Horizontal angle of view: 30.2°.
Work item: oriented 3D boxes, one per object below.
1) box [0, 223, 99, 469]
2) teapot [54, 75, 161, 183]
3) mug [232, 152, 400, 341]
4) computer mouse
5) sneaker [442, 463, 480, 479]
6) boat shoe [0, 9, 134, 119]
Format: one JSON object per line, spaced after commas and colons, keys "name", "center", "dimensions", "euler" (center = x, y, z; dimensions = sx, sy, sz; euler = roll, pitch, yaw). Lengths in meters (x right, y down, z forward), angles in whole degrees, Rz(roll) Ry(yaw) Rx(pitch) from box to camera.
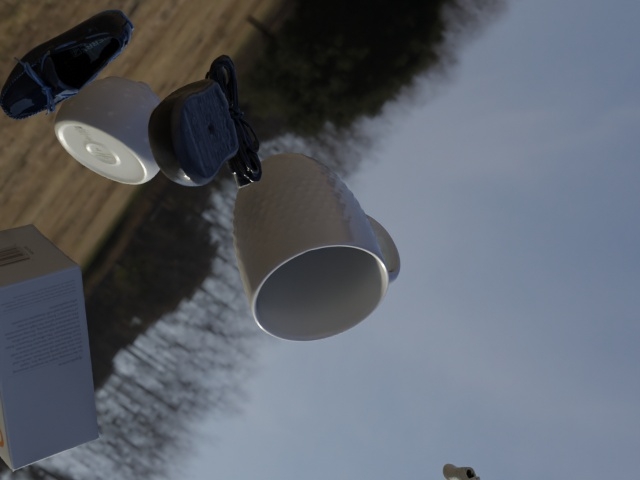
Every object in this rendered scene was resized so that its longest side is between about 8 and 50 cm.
{"name": "box", "center": [-0.514, 0.179, 2.045], "dimensions": [0.215, 0.168, 0.345], "euler": [32, -50, 48]}
{"name": "teapot", "center": [-0.410, -0.249, 2.434], "dimensions": [0.187, 0.256, 0.252], "euler": [-65, -175, -24]}
{"name": "mug", "center": [0.000, 0.000, 2.400], "dimensions": [0.276, 0.374, 0.328], "euler": [-56, -143, 32]}
{"name": "computer mouse", "center": [-0.166, -0.139, 1.589], "dimensions": [0.072, 0.188, 0.272], "euler": [-11, -169, 18]}
{"name": "sneaker", "center": [0.349, 0.572, 2.885], "dimensions": [0.152, 0.054, 0.061], "euler": [31, -58, 59]}
{"name": "boat shoe", "center": [-0.411, -0.274, 1.862], "dimensions": [0.258, 0.109, 0.089], "euler": [-38, -153, 20]}
